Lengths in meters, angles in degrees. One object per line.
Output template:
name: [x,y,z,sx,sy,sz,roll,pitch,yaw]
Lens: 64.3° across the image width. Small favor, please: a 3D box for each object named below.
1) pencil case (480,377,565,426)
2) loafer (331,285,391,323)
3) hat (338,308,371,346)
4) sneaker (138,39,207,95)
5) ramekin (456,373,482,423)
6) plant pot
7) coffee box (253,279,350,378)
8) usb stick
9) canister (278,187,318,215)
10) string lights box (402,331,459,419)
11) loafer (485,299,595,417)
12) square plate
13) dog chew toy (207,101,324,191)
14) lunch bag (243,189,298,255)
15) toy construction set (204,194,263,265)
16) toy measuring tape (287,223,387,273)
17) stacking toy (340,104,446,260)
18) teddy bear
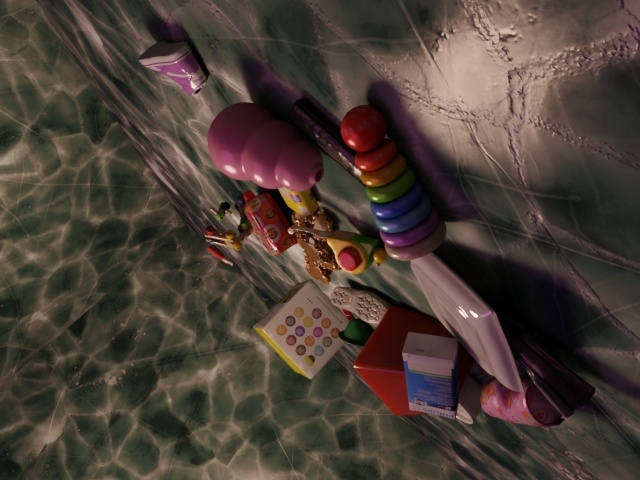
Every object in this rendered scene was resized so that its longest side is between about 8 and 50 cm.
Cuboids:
pencil case: [0.546,0.434,1.389,0.124,0.124,0.284,44,163,4]
loafer: [0.166,0.234,1.877,0.111,0.112,0.319,13,-177,-35]
hat: [0.174,0.354,2.252,0.208,0.184,0.173,7,-168,-29]
sneaker: [-0.445,-0.513,1.550,0.282,0.102,0.161,28,159,46]
ramekin: [0.478,0.528,1.781,0.207,0.109,0.207,41,163,16]
plant pot: [0.317,0.388,1.619,0.235,0.267,0.267,-9,125,52]
coffee box: [-0.089,0.440,2.541,0.338,0.334,0.338,47,163,-5]
usb stick: [0.037,-0.220,1.177,0.278,0.045,0.077,43,156,8]
canister: [-0.082,-0.163,1.551,0.126,0.073,0.170,32,160,38]
string lights box: [0.304,0.371,1.384,0.133,0.077,0.260,5,131,22]
loafer: [0.486,0.248,1.161,0.303,0.095,0.109,54,-168,23]
square plate: [0.336,0.179,1.236,0.344,0.049,0.347,58,177,-38]
dog chew toy: [-0.133,-0.229,1.322,0.331,0.207,0.207,27,157,26]
lunch bag: [-0.204,-0.076,1.907,0.258,0.120,0.293,57,170,-8]
toy construction set: [-0.346,-0.010,2.193,0.237,0.257,0.309,36,128,9]
toy measuring tape: [0.049,0.030,1.530,0.330,0.121,0.121,12,147,30]
stacking toy: [0.135,-0.122,1.043,0.141,0.141,0.330,17,143,58]
teddy bear: [0.000,0.000,1.724,0.245,0.113,0.338,19,142,43]
